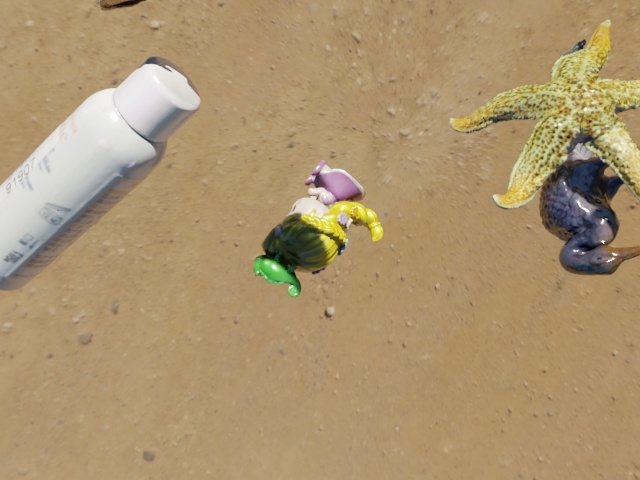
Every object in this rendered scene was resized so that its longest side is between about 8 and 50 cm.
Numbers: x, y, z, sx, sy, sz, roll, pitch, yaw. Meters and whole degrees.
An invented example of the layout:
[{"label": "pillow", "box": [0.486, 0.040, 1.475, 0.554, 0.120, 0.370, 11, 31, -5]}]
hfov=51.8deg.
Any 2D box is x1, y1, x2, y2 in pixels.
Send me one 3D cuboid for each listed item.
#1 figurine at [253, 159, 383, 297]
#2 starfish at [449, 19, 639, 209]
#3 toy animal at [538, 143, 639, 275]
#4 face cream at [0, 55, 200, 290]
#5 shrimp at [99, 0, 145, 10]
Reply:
[{"label": "figurine", "box": [0.000, 0.000, 0.772, 0.115, 0.095, 0.156, 34, 67, 6]}, {"label": "starfish", "box": [0.218, -0.091, 0.543, 0.208, 0.053, 0.176, -34, 64, -5]}, {"label": "toy animal", "box": [0.428, -0.075, 1.034, 0.122, 0.298, 0.185, 29, 124, -33]}, {"label": "face cream", "box": [-0.212, -0.056, 0.577, 0.269, 0.082, 0.082, -37, 92, 21]}, {"label": "shrimp", "box": [-0.102, -0.254, 0.492, 0.075, 0.289, 0.178, 45, 68, -24]}]
